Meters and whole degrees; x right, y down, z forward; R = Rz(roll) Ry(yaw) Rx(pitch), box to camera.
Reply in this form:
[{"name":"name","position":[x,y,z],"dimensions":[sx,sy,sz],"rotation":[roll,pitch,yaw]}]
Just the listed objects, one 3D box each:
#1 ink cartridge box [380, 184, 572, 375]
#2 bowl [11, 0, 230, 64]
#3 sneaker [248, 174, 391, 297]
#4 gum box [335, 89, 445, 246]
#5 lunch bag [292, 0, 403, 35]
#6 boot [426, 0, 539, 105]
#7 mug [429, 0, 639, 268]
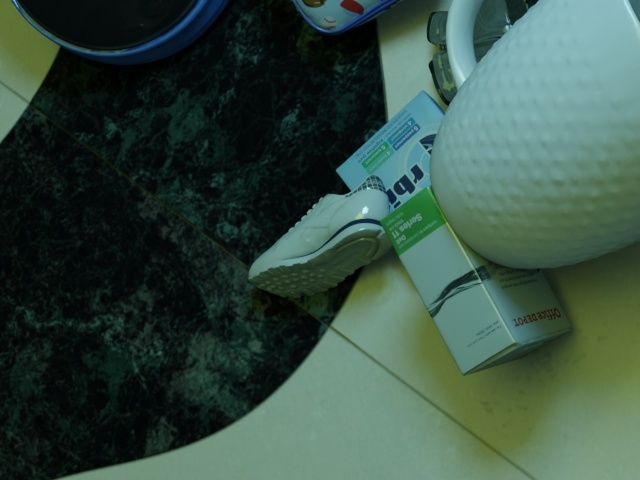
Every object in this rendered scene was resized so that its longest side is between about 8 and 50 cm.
[{"name":"ink cartridge box","position":[0.182,0.041,1.623],"dimensions":[0.087,0.153,0.208],"rotation":[-36,73,32]},{"name":"bowl","position":[-0.299,-0.447,2.012],"dimensions":[0.391,0.077,0.391],"rotation":[3,100,16]},{"name":"sneaker","position":[0.000,0.000,1.797],"dimensions":[0.235,0.090,0.095],"rotation":[-26,54,35]},{"name":"gum box","position":[0.130,-0.074,1.783],"dimensions":[0.157,0.041,0.184],"rotation":[-43,59,12]},{"name":"lunch bag","position":[0.026,-0.442,1.826],"dimensions":[0.243,0.115,0.303],"rotation":[-26,100,32]},{"name":"boot","position":[0.222,-0.202,1.767],"dimensions":[0.161,0.083,0.246],"rotation":[-23,64,34]},{"name":"mug","position":[0.269,-0.163,1.530],"dimensions":[0.328,0.276,0.374],"rotation":[-39,66,36]}]
